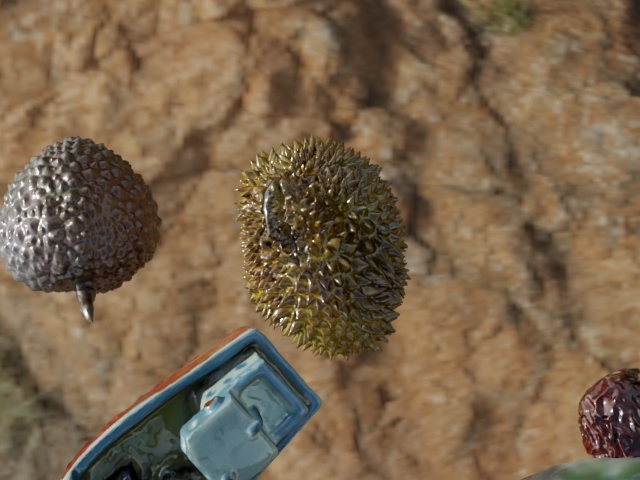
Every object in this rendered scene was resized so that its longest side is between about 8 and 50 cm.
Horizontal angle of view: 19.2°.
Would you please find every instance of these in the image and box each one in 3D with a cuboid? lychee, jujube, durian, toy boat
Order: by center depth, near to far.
[{"bbox_3d":[0.000,0.000,1.374,0.137,0.168,0.158,-31,59,-3],"label":"durian"},{"bbox_3d":[0.295,0.197,1.700,0.166,0.104,0.104,45,110,5],"label":"jujube"},{"bbox_3d":[-0.237,-0.007,1.856,0.165,0.165,0.197,-17,72,27],"label":"lychee"},{"bbox_3d":[-0.153,0.236,1.904,0.332,0.133,0.145,-40,107,-1],"label":"toy boat"}]

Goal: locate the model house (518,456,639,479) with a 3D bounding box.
[{"bbox_3d":[0.131,0.253,0.564,0.190,0.300,0.271,3,134,6],"label":"model house"}]
